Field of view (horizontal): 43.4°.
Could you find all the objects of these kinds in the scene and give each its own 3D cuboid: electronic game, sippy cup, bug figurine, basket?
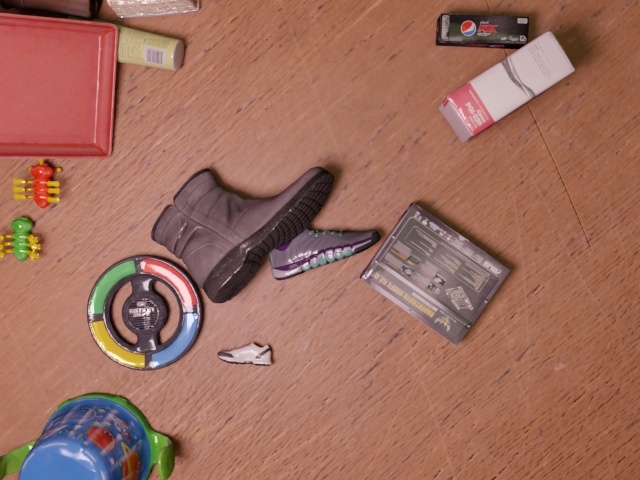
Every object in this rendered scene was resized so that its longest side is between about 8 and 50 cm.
[{"bbox_3d":[-0.347,0.143,1.585,0.229,0.048,0.229,0,93,2],"label":"electronic game"},{"bbox_3d":[-0.451,0.427,1.515,0.305,0.224,0.240,-39,91,4],"label":"sippy cup"},{"bbox_3d":[-0.643,-0.070,1.572,0.278,0.072,0.216,6,99,-3],"label":"bug figurine"},{"bbox_3d":[-0.321,-0.493,1.524,0.167,0.103,0.113,-5,94,1],"label":"basket"}]

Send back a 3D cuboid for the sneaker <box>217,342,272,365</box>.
[{"bbox_3d":[-0.149,0.224,1.592,0.109,0.040,0.044,4,77,-2],"label":"sneaker"}]

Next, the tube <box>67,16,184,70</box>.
[{"bbox_3d":[-0.386,-0.382,1.559,0.240,0.062,0.070,12,50,7],"label":"tube"}]

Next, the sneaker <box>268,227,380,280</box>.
[{"bbox_3d":[0.000,0.000,1.552,0.223,0.083,0.098,-20,87,3],"label":"sneaker"}]

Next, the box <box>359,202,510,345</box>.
[{"bbox_3d":[0.221,0.064,1.559,0.231,0.056,0.183,34,94,0],"label":"box"}]

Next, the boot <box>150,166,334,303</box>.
[{"bbox_3d":[-0.156,-0.067,1.521,0.338,0.118,0.223,-43,69,-2],"label":"boot"}]

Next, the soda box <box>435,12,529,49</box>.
[{"bbox_3d":[0.307,-0.398,1.531,0.168,0.060,0.053,3,94,1],"label":"soda box"}]

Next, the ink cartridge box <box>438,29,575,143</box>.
[{"bbox_3d":[0.340,-0.279,1.486,0.218,0.158,0.092,-34,90,3],"label":"ink cartridge box"}]

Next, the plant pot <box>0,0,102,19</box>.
[{"bbox_3d":[-0.497,-0.496,1.508,0.165,0.167,0.167,14,93,-6],"label":"plant pot"}]

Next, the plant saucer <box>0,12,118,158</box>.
[{"bbox_3d":[-0.513,-0.283,1.491,0.258,0.047,0.259,-4,109,-35],"label":"plant saucer"}]
